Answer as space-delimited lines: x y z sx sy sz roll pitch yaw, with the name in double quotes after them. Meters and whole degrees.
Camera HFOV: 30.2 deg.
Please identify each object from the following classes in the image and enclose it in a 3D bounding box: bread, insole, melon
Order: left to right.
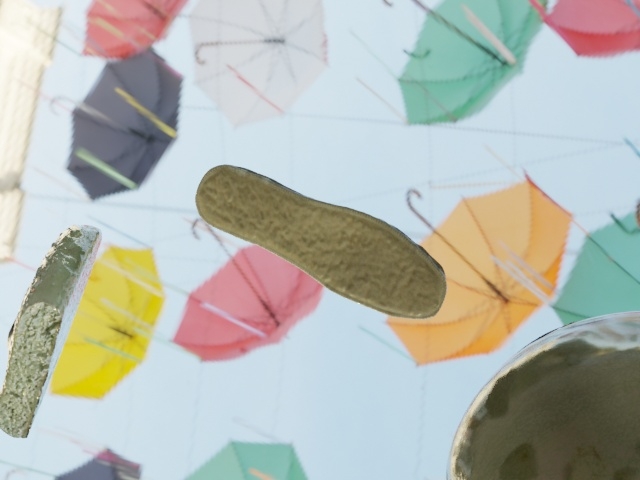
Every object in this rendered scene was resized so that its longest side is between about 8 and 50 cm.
-0.180 0.044 0.789 0.193 0.036 0.112 122 -13 -53 "bread"
0.000 0.000 1.073 0.248 0.011 0.081 24 -74 6 "insole"
0.250 0.194 0.980 0.330 0.268 0.268 -17 -130 -15 "melon"
